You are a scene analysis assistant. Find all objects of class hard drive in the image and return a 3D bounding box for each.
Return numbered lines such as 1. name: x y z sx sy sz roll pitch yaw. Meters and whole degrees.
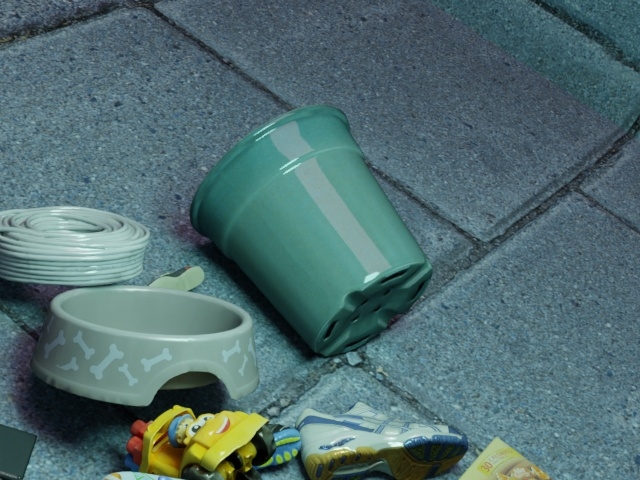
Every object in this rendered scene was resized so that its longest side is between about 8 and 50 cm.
1. hard drive: -0.477 0.293 1.876 0.135 0.022 0.094 19 35 -9

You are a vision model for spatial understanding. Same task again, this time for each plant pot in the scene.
1. plant pot: 0.000 0.000 2.323 0.341 0.341 0.334 -14 59 -43

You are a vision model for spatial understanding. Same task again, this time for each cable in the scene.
1. cable: -0.410 0.010 2.156 0.257 0.089 0.257 13 15 27

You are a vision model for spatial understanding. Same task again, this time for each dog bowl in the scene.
1. dog bowl: -0.259 0.151 2.009 0.349 0.102 0.349 7 11 -1

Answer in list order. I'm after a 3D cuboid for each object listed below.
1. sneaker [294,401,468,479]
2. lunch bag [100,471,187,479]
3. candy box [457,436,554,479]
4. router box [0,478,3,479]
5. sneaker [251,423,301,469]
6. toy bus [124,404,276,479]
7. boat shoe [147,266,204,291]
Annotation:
1. sneaker: 0.100 0.310 2.135 0.297 0.112 0.131 4 39 -29
2. lunch bag: -0.176 0.410 1.715 0.303 0.243 0.115 11 37 -21
3. candy box: 0.266 0.457 2.062 0.183 0.087 0.316 36 36 15
4. router box: -0.441 0.384 1.758 0.179 0.046 0.133 31 35 9
5. sneaker: -0.123 0.320 2.037 0.188 0.067 0.078 -8 16 -29
6. toy bus: -0.190 0.309 1.872 0.211 0.220 0.149 33 40 21
7. boat shoe: -0.260 0.078 2.280 0.043 0.049 0.137 -4 16 41
